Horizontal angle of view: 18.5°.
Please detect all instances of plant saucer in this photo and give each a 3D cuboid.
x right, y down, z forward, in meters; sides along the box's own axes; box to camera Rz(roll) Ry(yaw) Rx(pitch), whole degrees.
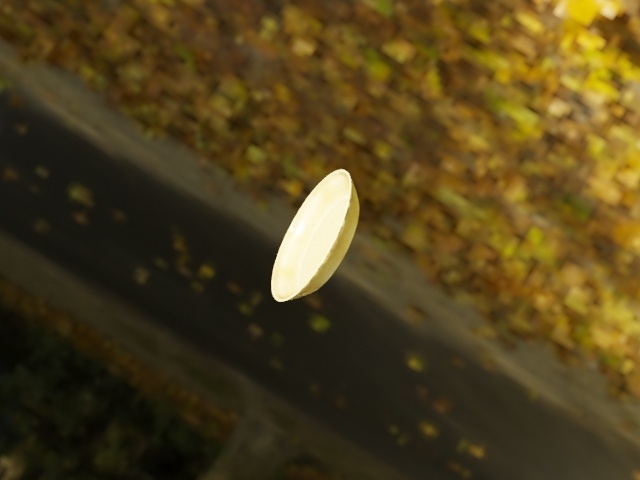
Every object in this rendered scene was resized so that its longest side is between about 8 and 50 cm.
[{"bbox_3d":[0.000,0.000,1.117,0.015,0.083,0.083,28,171,-19],"label":"plant saucer"}]
